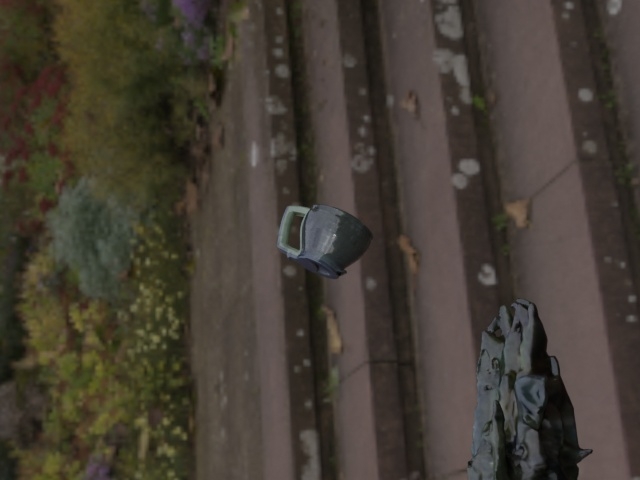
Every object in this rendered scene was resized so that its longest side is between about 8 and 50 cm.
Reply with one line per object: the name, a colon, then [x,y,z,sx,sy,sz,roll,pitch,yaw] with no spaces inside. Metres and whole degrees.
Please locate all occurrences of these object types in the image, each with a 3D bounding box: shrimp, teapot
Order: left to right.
teapot: [0.000,0.000,0.928,0.057,0.088,0.066,-62,-20,-16]
shrimp: [0.164,0.259,0.684,0.272,0.085,0.444,-1,-96,-68]
